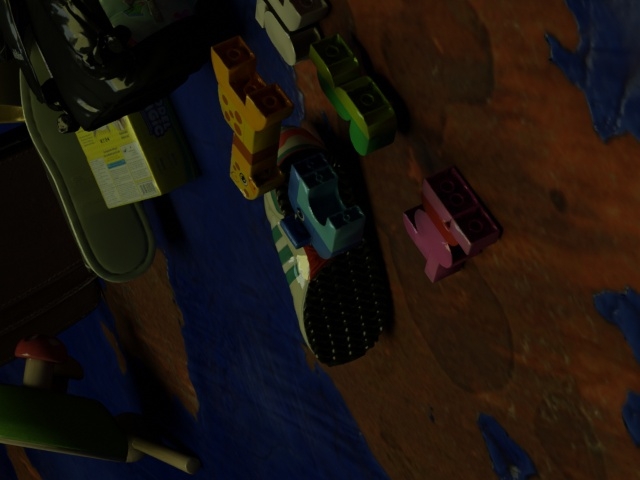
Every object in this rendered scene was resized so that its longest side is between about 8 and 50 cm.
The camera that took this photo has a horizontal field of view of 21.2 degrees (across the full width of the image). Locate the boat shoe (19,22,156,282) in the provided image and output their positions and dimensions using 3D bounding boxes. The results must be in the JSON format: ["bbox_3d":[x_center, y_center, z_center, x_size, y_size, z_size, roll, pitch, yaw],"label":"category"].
[{"bbox_3d":[-0.195,-0.077,1.408,0.069,0.081,0.227,-164,58,-77],"label":"boat shoe"}]

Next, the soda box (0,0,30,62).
[{"bbox_3d":[-0.269,-0.180,1.401,0.169,0.053,0.060,-89,-5,-78],"label":"soda box"}]

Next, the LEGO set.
[{"bbox_3d":[-0.004,-0.049,0.966,0.227,0.087,0.093,56,158,25],"label":"LEGO set"}]

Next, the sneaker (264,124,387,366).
[{"bbox_3d":[0.000,0.000,1.077,0.075,0.057,0.161,-116,10,-59],"label":"sneaker"}]

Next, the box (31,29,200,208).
[{"bbox_3d":[-0.164,-0.118,1.322,0.105,0.043,0.179,-9,107,59],"label":"box"}]

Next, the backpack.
[{"bbox_3d":[-0.149,-0.177,1.133,0.152,0.115,0.182,-26,88,58],"label":"backpack"}]

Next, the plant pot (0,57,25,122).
[{"bbox_3d":[-0.304,-0.160,1.542,0.134,0.134,0.095,172,97,-69],"label":"plant pot"}]

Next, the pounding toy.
[{"bbox_3d":[-0.248,0.156,1.700,0.183,0.237,0.110,-5,74,62],"label":"pounding toy"}]

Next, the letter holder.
[{"bbox_3d":[-0.350,0.045,1.612,0.152,0.302,0.214,12,125,65],"label":"letter holder"}]
